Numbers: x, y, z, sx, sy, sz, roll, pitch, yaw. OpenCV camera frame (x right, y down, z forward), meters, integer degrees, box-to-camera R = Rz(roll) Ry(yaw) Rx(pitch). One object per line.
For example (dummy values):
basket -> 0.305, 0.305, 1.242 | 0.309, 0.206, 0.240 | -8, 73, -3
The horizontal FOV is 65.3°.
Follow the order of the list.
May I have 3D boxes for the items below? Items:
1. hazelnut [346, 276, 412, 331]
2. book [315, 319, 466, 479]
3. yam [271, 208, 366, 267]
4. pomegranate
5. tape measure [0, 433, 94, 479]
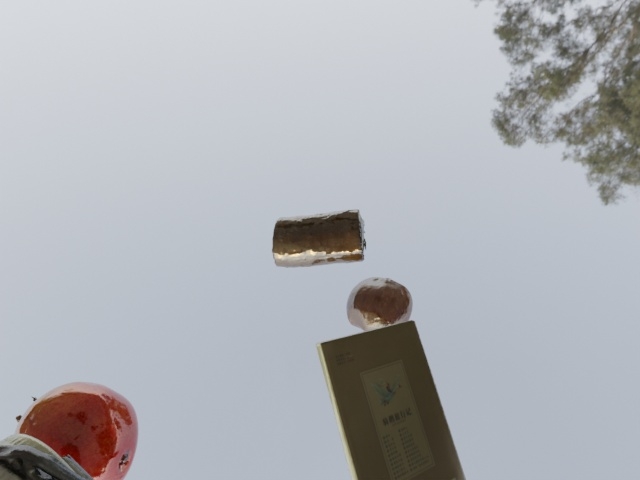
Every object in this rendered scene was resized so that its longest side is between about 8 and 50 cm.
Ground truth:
hazelnut -> 0.137, 0.151, 1.172 | 0.154, 0.143, 0.143 | 14, -120, 33
book -> 0.118, 0.288, 0.762 | 0.216, 0.021, 0.310 | -4, -109, -40
yam -> 0.000, -0.002, 0.702 | 0.127, 0.084, 0.084 | -3, -121, 5
pomegranate -> -0.474, 0.377, 0.944 | 0.256, 0.221, 0.221 | 9, -121, 27
tape measure -> -0.324, 0.365, 0.591 | 0.271, 0.231, 0.133 | 46, -149, 8
